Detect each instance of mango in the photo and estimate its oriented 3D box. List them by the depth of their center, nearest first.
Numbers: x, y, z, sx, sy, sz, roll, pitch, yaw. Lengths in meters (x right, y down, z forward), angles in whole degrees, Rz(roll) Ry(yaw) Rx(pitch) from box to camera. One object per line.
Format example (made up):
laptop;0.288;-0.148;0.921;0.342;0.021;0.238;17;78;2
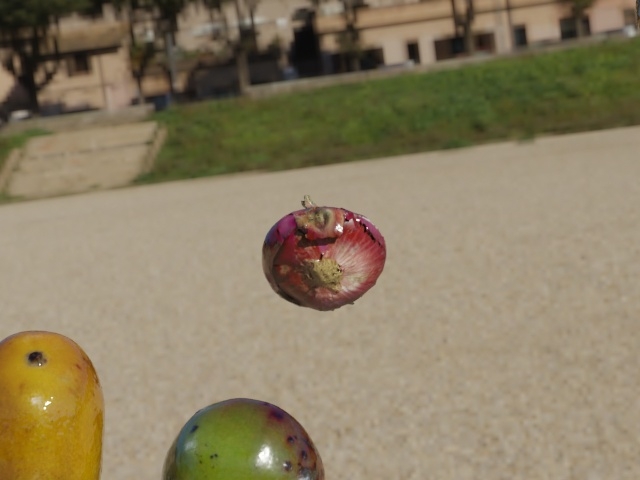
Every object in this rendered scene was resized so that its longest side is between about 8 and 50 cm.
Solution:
mango;-0.189;0.143;0.960;0.089;0.165;0.115;0;-13;-4

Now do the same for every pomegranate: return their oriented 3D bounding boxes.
pomegranate;-0.054;0.197;1.092;0.129;0.129;0.159;-9;45;-12

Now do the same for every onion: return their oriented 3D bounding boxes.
onion;0.000;0.000;1.729;0.150;0.150;0.140;-8;41;-1

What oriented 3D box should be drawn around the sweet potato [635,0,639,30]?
sweet potato;0.433;-0.204;1.078;0.385;0.109;0.109;-7;5;4
